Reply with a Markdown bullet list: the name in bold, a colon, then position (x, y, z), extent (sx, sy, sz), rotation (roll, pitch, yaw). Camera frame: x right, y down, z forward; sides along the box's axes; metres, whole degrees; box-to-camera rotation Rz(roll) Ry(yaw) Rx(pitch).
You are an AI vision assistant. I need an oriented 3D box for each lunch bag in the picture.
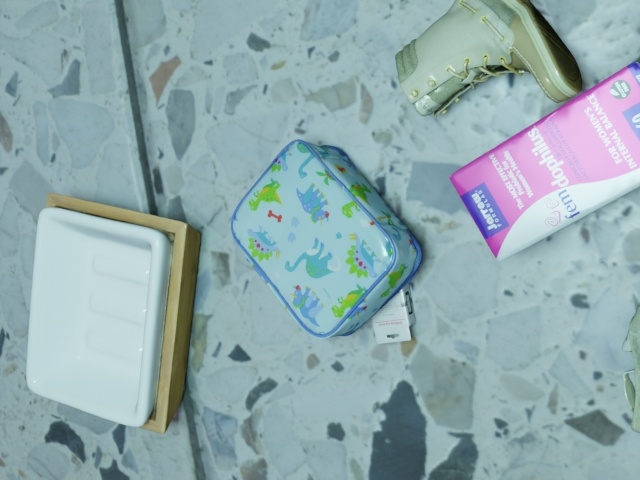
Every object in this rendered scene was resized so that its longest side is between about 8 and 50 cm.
- **lunch bag**: position (0.000, 0.000, 0.977), extent (0.176, 0.090, 0.219), rotation (-50, 64, 21)

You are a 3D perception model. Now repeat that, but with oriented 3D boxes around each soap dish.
- **soap dish**: position (-0.282, 0.094, 1.113), extent (0.228, 0.118, 0.291), rotation (12, 100, 22)

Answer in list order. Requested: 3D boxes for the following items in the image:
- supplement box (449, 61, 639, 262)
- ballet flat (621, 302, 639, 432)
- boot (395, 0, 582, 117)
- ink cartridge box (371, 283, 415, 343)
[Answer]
- **supplement box**: position (0.266, -0.080, 0.856), extent (0.220, 0.114, 0.111), rotation (-33, 84, 25)
- **ballet flat**: position (0.352, 0.134, 0.875), extent (0.052, 0.057, 0.168), rotation (-1, 93, 52)
- **boot**: position (0.173, -0.186, 0.873), extent (0.165, 0.077, 0.213), rotation (-41, 48, 24)
- **ink cartridge box**: position (0.088, 0.083, 0.997), extent (0.048, 0.028, 0.083), rotation (-9, 91, 25)
